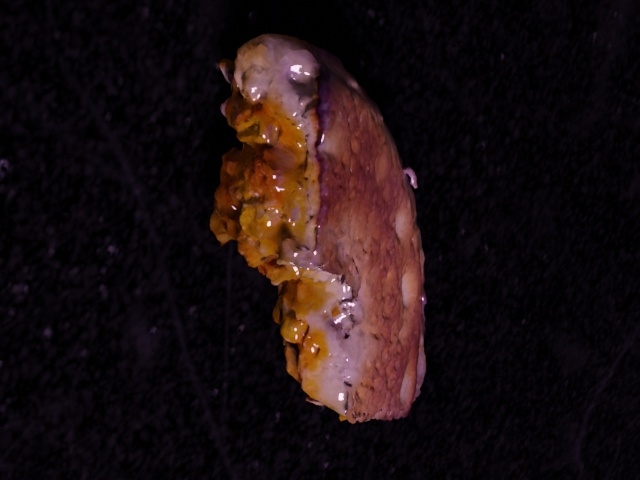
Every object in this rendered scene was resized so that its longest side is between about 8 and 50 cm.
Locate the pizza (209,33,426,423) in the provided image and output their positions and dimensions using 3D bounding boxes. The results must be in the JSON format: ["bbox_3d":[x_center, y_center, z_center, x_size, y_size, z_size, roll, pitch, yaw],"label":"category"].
[{"bbox_3d":[0.000,0.000,1.122,0.305,0.086,0.161,72,32,-43],"label":"pizza"}]
